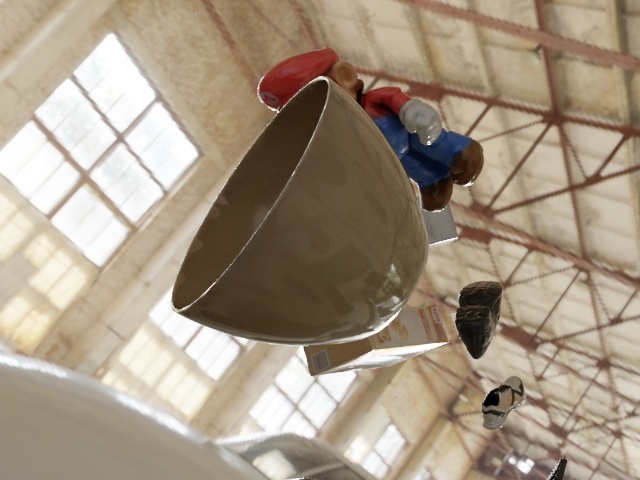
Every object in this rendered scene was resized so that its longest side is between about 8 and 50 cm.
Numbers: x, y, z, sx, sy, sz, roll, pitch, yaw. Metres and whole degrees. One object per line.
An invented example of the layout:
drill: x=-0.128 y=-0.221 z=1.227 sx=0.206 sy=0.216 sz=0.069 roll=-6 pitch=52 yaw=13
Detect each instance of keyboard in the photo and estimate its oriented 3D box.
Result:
keyboard: x=0.445 y=0.524 z=1.795 sx=0.023 sy=0.108 sz=0.180 roll=26 pitch=-56 yaw=11

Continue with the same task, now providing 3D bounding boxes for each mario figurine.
mario figurine: x=0.055 y=-0.135 z=1.228 sx=0.321 sy=0.198 sz=0.170 roll=27 pitch=19 yaw=-11

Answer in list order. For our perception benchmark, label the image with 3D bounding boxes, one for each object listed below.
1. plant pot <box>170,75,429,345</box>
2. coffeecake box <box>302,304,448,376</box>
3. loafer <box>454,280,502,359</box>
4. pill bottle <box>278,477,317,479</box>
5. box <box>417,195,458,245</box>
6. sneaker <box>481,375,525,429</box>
plant pot: x=0.000 y=0.000 z=0.932 sx=0.191 sy=0.284 sz=0.284 roll=34 pitch=-13 yaw=-16
coffeecake box: x=0.087 y=0.159 z=1.418 sx=0.142 sy=0.186 sz=0.068 roll=-31 pitch=-112 yaw=41
loafer: x=0.226 y=0.107 z=1.268 sx=0.062 sy=0.170 sz=0.061 roll=-1 pitch=-69 yaw=24
pill bottle: x=-0.051 y=0.452 z=1.452 sx=0.219 sy=0.122 sz=0.123 roll=-19 pitch=-55 yaw=41
box: x=0.213 y=-0.037 z=1.767 sx=0.101 sy=0.087 sz=0.101 roll=100 pitch=-25 yaw=-83
sneaker: x=0.271 y=0.232 z=1.320 sx=0.040 sy=0.109 sz=0.043 roll=1 pitch=-60 yaw=37
